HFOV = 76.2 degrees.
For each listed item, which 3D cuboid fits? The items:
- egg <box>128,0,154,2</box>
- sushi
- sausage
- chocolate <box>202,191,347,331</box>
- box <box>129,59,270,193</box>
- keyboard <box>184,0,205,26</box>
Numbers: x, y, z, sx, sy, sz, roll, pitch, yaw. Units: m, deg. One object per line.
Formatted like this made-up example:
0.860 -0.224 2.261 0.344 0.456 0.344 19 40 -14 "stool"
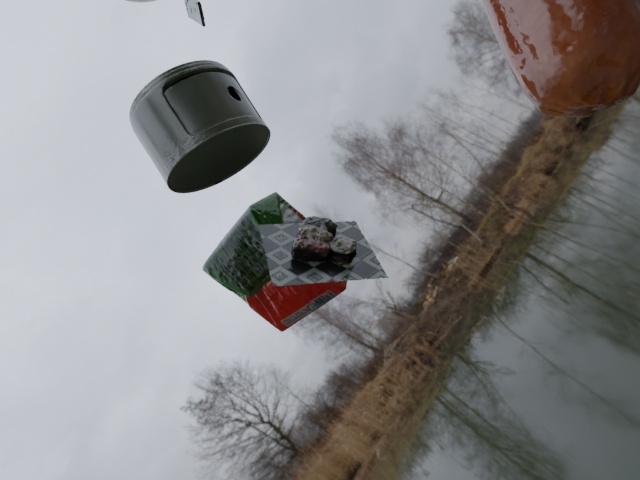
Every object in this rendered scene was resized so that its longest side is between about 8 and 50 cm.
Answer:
-0.283 -0.416 0.602 0.152 0.114 0.114 -17 -36 -31 "egg"
0.000 0.000 0.847 0.219 0.232 0.047 -113 25 -53 "sushi"
0.208 -0.237 0.373 0.114 0.258 0.113 -20 -6 -2 "sausage"
-0.131 0.070 1.229 0.360 0.341 0.161 -41 11 43 "chocolate"
-0.233 -0.216 0.801 0.226 0.149 0.226 -33 -4 -2 "box"
-0.293 -0.535 0.948 0.010 0.155 0.053 -20 -49 -18 "keyboard"
